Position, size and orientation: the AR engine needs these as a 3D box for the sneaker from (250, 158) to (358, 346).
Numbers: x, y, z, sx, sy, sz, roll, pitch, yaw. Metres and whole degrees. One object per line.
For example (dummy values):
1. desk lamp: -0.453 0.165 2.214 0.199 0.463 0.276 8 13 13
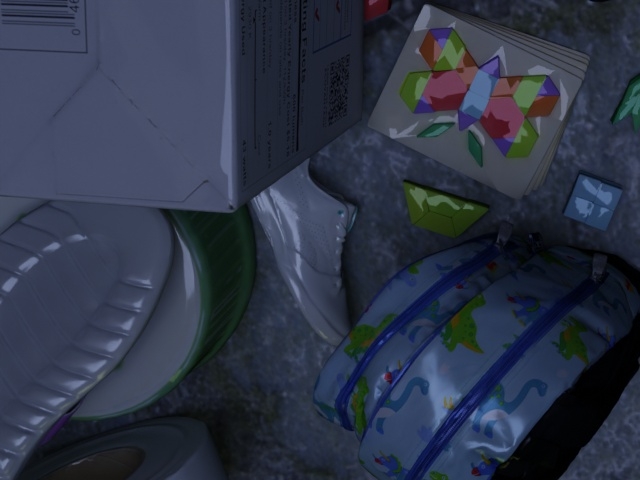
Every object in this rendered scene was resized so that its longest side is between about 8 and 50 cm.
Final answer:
1. sneaker: 0.000 0.000 1.586 0.094 0.080 0.212 -24 100 3

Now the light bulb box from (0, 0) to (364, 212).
1. light bulb box: -0.113 -0.241 1.371 0.225 0.361 0.358 5 106 16

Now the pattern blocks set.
1. pattern blocks set: 0.150 -0.138 1.543 0.325 0.026 0.285 11 108 6

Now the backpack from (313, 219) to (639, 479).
1. backpack: 0.148 0.128 1.448 0.273 0.355 0.290 41 109 -3

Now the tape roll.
1. tape roll: -0.225 0.281 1.590 0.286 0.286 0.100 -19 103 14

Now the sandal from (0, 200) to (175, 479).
1. sandal: -0.282 0.124 1.494 0.169 0.102 0.416 38 94 15

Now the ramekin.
1. ramekin: -0.225 0.028 1.587 0.303 0.148 0.303 2 106 8
